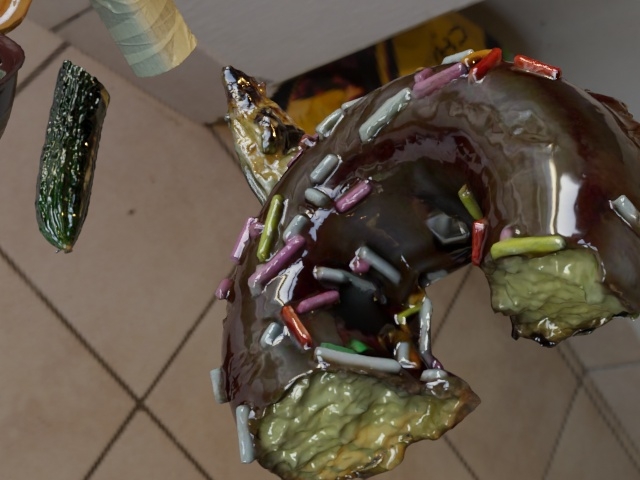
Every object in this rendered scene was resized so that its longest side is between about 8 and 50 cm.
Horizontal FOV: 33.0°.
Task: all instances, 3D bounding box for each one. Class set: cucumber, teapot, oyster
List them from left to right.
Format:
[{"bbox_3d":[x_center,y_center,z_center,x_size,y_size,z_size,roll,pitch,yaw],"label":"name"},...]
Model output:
[{"bbox_3d":[-0.320,-0.105,1.369,0.077,0.077,0.265,31,53,-39],"label":"cucumber"},{"bbox_3d":[-0.212,-0.288,1.216,0.077,0.107,0.200,-56,130,-35],"label":"teapot"},{"bbox_3d":[0.002,0.000,0.906,0.128,0.078,0.345,-16,79,-50],"label":"oyster"}]

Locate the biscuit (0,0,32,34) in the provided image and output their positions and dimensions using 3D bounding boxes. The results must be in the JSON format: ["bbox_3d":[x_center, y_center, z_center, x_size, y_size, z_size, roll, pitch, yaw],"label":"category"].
[{"bbox_3d":[-0.414,-0.348,1.105,0.312,0.057,0.351,34,87,-6],"label":"biscuit"}]

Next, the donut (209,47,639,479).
[{"bbox_3d":[0.069,-0.002,0.735,0.136,0.345,0.259,33,38,-41],"label":"donut"}]

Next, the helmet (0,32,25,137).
[{"bbox_3d":[-0.311,-0.095,0.832,0.175,0.155,0.106,-74,174,-61],"label":"helmet"}]
